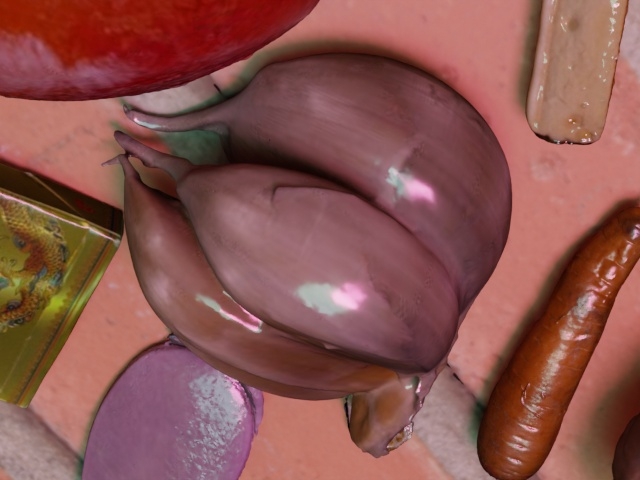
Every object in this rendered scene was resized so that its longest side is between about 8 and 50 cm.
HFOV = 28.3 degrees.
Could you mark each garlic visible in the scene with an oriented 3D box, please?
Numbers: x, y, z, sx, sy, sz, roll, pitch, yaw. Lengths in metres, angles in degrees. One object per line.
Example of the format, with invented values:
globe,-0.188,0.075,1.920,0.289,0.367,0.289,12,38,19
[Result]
garlic,0.000,0.000,0.850,0.292,0.210,0.237,45,146,-24

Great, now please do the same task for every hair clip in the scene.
hair clip,-0.128,0.225,1.002,0.095,0.110,0.359,-14,123,-39

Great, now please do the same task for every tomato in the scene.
tomato,-0.118,-0.182,0.710,0.308,0.170,0.309,1,120,2

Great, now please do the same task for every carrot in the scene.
carrot,0.175,0.076,0.922,0.059,0.059,0.248,18,115,-9

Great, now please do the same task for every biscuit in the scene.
biscuit,0.165,-0.152,0.794,0.056,0.052,0.188,12,120,12

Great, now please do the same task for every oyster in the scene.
oyster,0.045,0.132,0.974,0.054,0.019,0.083,-2,117,0

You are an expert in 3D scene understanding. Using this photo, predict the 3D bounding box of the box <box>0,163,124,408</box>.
box,-0.311,-0.002,0.864,0.311,0.043,0.173,22,118,-21

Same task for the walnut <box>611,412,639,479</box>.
walnut,0.317,0.185,0.896,0.224,0.224,0.224,0,120,0
